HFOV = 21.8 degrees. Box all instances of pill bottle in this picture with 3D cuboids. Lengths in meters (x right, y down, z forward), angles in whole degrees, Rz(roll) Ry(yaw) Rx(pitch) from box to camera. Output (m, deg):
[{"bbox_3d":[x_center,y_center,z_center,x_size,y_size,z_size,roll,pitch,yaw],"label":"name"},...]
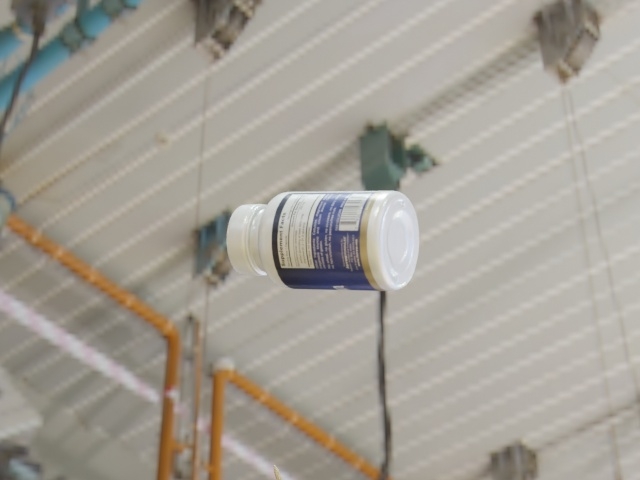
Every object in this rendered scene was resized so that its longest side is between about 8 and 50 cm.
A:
[{"bbox_3d":[0.000,0.000,1.572,0.169,0.094,0.094,1,-39,29],"label":"pill bottle"}]

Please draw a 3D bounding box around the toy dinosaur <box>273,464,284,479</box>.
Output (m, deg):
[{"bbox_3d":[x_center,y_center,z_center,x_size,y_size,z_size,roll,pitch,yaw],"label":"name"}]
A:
[{"bbox_3d":[0.009,0.233,1.223,0.053,0.183,0.093,28,-94,-30],"label":"toy dinosaur"}]
